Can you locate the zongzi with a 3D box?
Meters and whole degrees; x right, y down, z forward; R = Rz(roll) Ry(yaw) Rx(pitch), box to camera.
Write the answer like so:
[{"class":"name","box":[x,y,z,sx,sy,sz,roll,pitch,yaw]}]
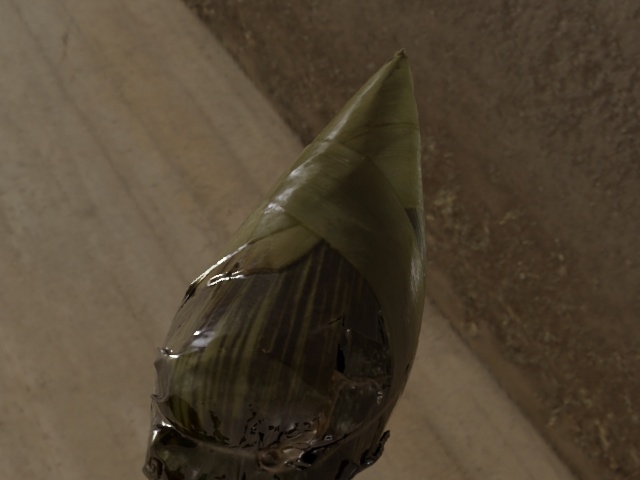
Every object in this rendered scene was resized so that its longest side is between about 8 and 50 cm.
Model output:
[{"class":"zongzi","box":[0.000,0.000,0.651,0.289,0.154,0.318,33,-109,-86]}]
